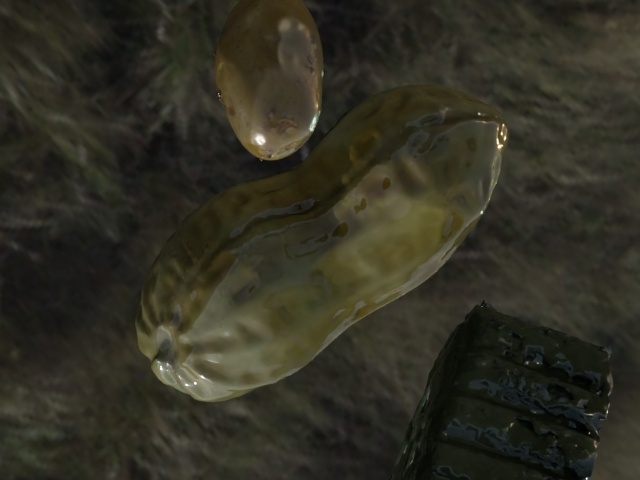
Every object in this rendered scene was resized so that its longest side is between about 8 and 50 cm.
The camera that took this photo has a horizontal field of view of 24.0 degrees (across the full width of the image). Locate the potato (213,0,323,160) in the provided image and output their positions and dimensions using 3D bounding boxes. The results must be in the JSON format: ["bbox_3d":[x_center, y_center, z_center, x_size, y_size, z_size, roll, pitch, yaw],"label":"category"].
[{"bbox_3d":[-0.050,-0.162,1.464,0.109,0.178,0.118,9,151,-27],"label":"potato"}]

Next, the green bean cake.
[{"bbox_3d":[0.102,0.205,1.017,0.255,0.132,0.241,-65,173,-47],"label":"green bean cake"}]

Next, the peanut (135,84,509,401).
[{"bbox_3d":[0.000,0.000,1.052,0.305,0.147,0.147,-31,150,10],"label":"peanut"}]
